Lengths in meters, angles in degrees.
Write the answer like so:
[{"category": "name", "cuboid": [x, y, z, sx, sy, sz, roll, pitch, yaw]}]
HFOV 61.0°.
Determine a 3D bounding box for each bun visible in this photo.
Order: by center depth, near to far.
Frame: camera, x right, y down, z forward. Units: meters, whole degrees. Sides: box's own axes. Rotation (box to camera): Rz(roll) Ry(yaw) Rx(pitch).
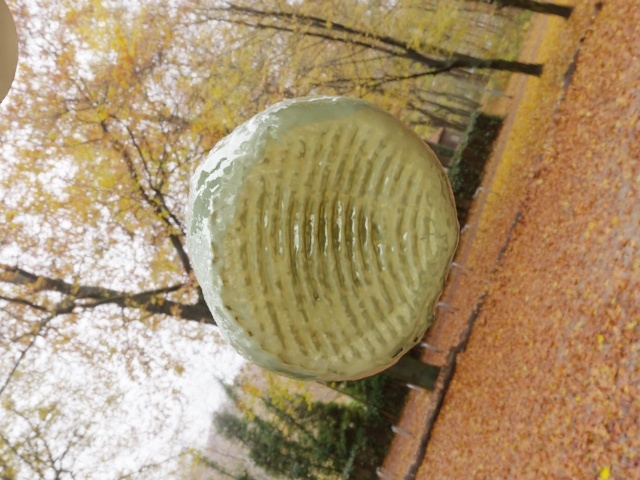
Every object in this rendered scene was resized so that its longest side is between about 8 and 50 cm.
[{"category": "bun", "cuboid": [0.000, 0.000, 0.390, 0.196, 0.195, 0.118, -69, 16, -4]}]

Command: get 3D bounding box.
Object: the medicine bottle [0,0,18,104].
[{"category": "medicine bottle", "cuboid": [-0.278, -0.125, 0.297, 0.107, 0.191, 0.107, 15, -90, -85]}]
